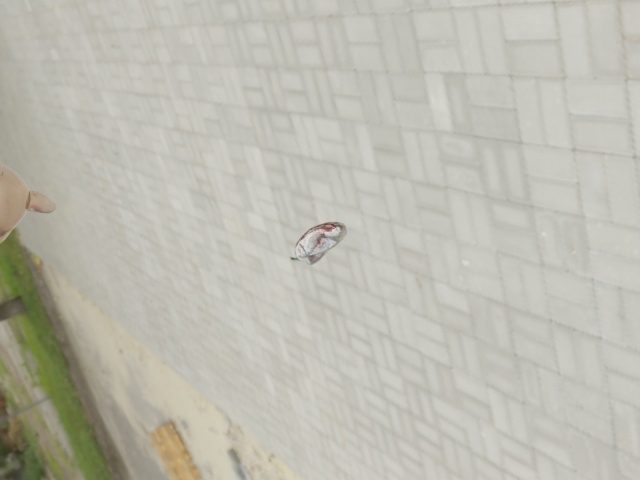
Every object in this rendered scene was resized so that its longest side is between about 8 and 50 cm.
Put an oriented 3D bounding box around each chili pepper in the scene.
[{"bbox_3d":[0.000,-0.001,1.214,0.041,0.050,0.153,64,148,13],"label":"chili pepper"}]

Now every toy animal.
[{"bbox_3d":[-0.582,-0.054,1.355,0.166,0.250,0.154,31,-131,-66],"label":"toy animal"}]
